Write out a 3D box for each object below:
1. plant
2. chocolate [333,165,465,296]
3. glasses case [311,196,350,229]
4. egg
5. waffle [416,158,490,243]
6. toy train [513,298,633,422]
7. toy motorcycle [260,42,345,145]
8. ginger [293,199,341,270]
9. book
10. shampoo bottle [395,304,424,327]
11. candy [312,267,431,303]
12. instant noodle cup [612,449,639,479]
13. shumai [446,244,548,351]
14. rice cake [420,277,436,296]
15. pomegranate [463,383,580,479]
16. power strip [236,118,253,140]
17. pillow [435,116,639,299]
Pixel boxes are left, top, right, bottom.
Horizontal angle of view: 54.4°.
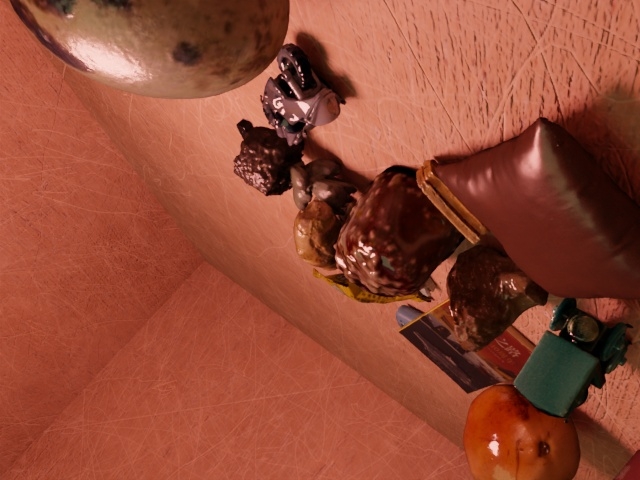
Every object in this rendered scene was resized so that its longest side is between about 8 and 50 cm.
[{"bbox_3d":[-0.054,-0.145,1.400,0.275,0.149,0.146,27,-153,1],"label":"plant"},{"bbox_3d":[0.139,0.009,1.262,0.225,0.210,0.340,40,164,-4],"label":"chocolate"},{"bbox_3d":[0.052,-0.008,1.630,0.137,0.085,0.354,29,161,20],"label":"glasses case"},{"bbox_3d":[-0.246,-0.379,0.895,0.428,0.345,0.345,34,164,-4],"label":"egg"},{"bbox_3d":[0.225,-0.070,1.068,0.148,0.042,0.102,44,-159,-11],"label":"waffle"},{"bbox_3d":[0.436,0.215,1.074,0.120,0.194,0.298,31,178,32],"label":"toy train"},{"bbox_3d":[-0.040,-0.255,1.182,0.159,0.106,0.270,46,160,5],"label":"toy motorcycle"},{"bbox_3d":[0.000,0.000,1.404,0.109,0.116,0.263,-8,160,9],"label":"ginger"},{"bbox_3d":[0.374,0.267,1.587,0.262,0.028,0.374,42,152,2],"label":"book"},{"bbox_3d":[0.330,0.266,1.758,0.258,0.061,0.104,25,157,43],"label":"shampoo bottle"},{"bbox_3d":[0.130,0.129,1.665,0.297,0.081,0.187,16,177,-22],"label":"candy"},{"bbox_3d":[0.769,0.608,1.427,0.235,0.178,0.235,37,163,14],"label":"instant noodle cup"},{"bbox_3d":[0.334,0.104,1.146,0.176,0.206,0.166,-1,146,36],"label":"shumai"},{"bbox_3d":[0.193,0.048,1.541,0.124,0.038,0.211,21,155,50],"label":"rice cake"},{"bbox_3d":[0.515,0.525,1.623,0.319,0.319,0.319,38,163,13],"label":"pomegranate"},{"bbox_3d":[-0.179,-0.263,1.606,0.038,0.029,0.111,30,158,35],"label":"power strip"},{"bbox_3d":[0.331,-0.031,0.888,0.305,0.108,0.308,45,168,-7],"label":"pillow"}]
